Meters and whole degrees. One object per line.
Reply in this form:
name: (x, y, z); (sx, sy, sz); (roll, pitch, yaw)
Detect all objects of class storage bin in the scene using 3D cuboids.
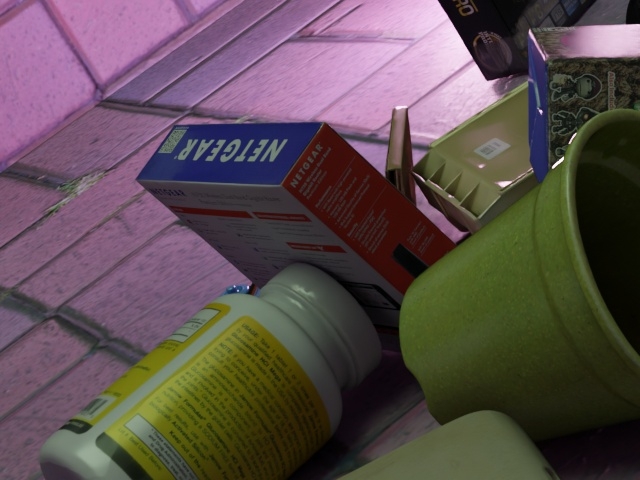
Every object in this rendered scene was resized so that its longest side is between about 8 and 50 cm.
storage bin: (0.263, -0.083, 2.023); (0.260, 0.123, 0.262); (-33, 20, -4)

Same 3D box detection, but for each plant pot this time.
plant pot: (0.215, 0.061, 1.588); (0.254, 0.276, 0.276); (-29, 16, 41)

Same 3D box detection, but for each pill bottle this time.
pill bottle: (-0.101, 0.176, 1.833); (0.334, 0.188, 0.188); (-40, 21, -24)

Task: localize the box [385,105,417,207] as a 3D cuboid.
box: (0.096, -0.046, 2.128); (0.021, 0.164, 0.201); (-4, 24, 6)

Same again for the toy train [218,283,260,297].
toy train: (-0.075, 0.101, 2.145); (0.105, 0.080, 0.184); (-17, 23, 21)

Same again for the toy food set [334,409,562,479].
toy food set: (0.073, 0.279, 1.450); (0.306, 0.092, 0.220); (-27, 35, -4)

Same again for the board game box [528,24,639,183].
board game box: (0.351, -0.124, 1.748); (0.291, 0.141, 0.232); (-2, 14, 2)

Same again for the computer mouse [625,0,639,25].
computer mouse: (0.448, -0.259, 2.161); (0.072, 0.188, 0.272); (-15, 2, -14)

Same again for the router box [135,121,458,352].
router box: (0.000, 0.000, 1.929); (0.082, 0.301, 0.335); (-56, 27, -16)

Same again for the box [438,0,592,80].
box: (0.283, -0.463, 2.619); (0.097, 0.318, 0.395); (-11, 27, 46)
